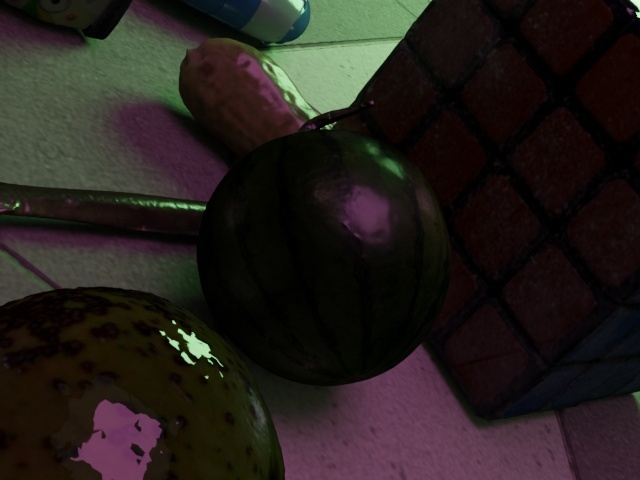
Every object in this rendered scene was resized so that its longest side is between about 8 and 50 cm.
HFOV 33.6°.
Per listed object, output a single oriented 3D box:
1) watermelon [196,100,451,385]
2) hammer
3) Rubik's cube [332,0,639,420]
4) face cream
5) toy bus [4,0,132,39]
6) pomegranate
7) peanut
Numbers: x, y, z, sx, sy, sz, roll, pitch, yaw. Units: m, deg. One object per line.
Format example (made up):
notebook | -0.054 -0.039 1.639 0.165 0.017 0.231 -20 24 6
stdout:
watermelon | 0.000 0.000 0.778 0.188 0.188 0.214 7 59 -45
hammer | -0.164 -0.022 0.782 0.297 0.027 0.125 6 49 -45
Rubik's cube | 0.260 -0.065 1.024 0.337 0.344 0.343 3 48 -48
face cream | -0.124 -0.296 1.138 0.264 0.083 0.149 28 35 -24
toy bus | -0.275 -0.339 0.958 0.179 0.143 0.305 4 47 -44
pomegranate | -0.141 0.120 0.489 0.248 0.214 0.214 6 27 13
peanut | -0.041 -0.101 0.968 0.214 0.099 0.099 45 29 9
